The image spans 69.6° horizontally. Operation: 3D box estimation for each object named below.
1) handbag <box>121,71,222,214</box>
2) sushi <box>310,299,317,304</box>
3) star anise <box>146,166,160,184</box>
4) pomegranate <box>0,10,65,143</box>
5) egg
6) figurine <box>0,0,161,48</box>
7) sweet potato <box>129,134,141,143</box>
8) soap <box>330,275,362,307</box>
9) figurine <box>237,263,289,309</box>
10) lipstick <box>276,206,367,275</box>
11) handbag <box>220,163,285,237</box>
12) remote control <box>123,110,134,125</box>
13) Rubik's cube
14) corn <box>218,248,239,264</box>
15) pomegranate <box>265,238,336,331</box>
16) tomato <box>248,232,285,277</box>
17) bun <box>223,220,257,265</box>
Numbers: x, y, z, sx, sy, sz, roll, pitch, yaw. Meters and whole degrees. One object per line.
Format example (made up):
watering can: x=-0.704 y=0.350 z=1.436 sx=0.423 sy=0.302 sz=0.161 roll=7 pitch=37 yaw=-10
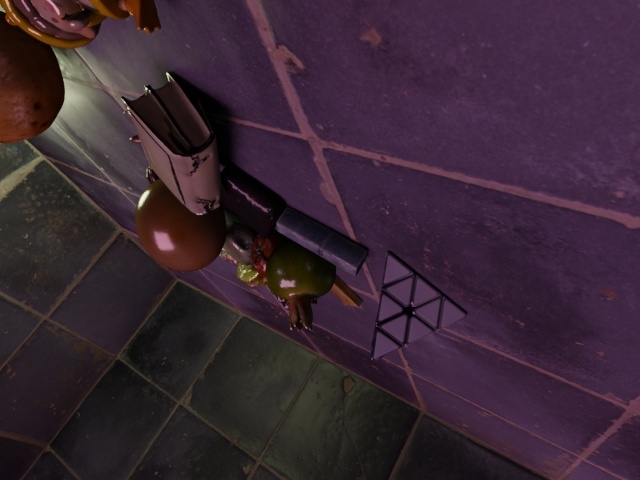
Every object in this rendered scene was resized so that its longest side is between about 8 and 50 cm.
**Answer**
handbag: x=-0.368 y=-0.239 z=1.245 sx=0.237 sy=0.160 sz=0.358 roll=53 pitch=162 yaw=10
sushi: x=-0.044 y=0.210 z=1.899 sx=0.098 sy=0.094 sz=0.084 roll=7 pitch=154 yaw=20
star anise: x=-0.567 y=-0.211 z=1.751 sx=0.236 sy=0.093 sz=0.229 roll=41 pitch=153 yaw=-30
pomegranate: x=-0.974 y=-0.463 z=1.328 sx=0.410 sy=0.410 sz=0.410 roll=29 pitch=159 yaw=12
egg: x=-0.483 y=-0.052 z=1.614 sx=0.301 sy=0.301 sz=0.374 roll=22 pitch=135 yaw=27
figurine: x=-0.478 y=-0.480 z=0.899 sx=0.343 sy=0.187 sz=0.215 roll=16 pitch=145 yaw=26
sweet potato: x=-0.477 y=-0.282 z=1.480 sx=0.255 sy=0.058 sz=0.078 roll=32 pitch=117 yaw=-22
soap: x=0.052 y=0.168 z=1.740 sx=0.252 sy=0.037 sz=0.092 roll=46 pitch=155 yaw=-27
figurine: x=-0.186 y=0.171 z=1.987 sx=0.187 sy=0.168 sz=0.315 roll=-7 pitch=145 yaw=45
lipstick: x=0.000 y=0.000 z=1.387 sx=0.289 sy=0.077 sz=0.076 roll=30 pitch=160 yaw=12
handbag: x=-0.232 y=-0.115 z=1.471 sx=0.223 sy=0.080 sz=0.247 roll=35 pitch=159 yaw=-2
remote control: x=-0.539 y=-0.336 z=1.515 sx=0.245 sy=0.022 sz=0.077 roll=44 pitch=155 yaw=-26
Rubik's cube: x=0.240 y=0.192 z=1.366 sx=0.228 sy=0.233 sz=0.229 roll=3 pitch=-129 yaw=-46
corn: x=-0.446 y=0.040 z=2.122 sx=0.253 sy=0.086 sz=0.086 roll=21 pitch=156 yaw=30
pomegranate: x=-0.069 y=0.139 z=1.499 sx=0.235 sy=0.302 sz=0.236 roll=4 pitch=153 yaw=2
tomato: x=-0.174 y=0.057 z=1.682 sx=0.167 sy=0.167 sz=0.167 roll=29 pitch=159 yaw=12
bun: x=-0.316 y=0.003 z=1.821 sx=0.221 sy=0.108 sz=0.221 roll=38 pitch=160 yaw=17
